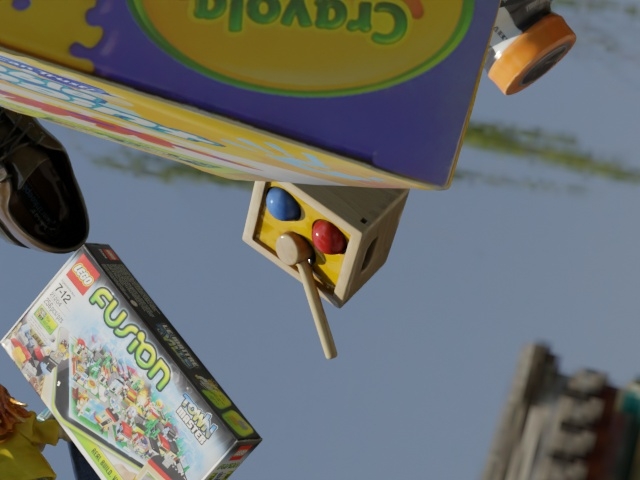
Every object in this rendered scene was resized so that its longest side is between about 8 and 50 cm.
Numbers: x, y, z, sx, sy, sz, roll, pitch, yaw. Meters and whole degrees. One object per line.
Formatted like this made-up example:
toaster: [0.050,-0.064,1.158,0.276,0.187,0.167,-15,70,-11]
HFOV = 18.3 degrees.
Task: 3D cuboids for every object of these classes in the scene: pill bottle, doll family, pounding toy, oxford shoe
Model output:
pill bottle: [0.133,-0.255,1.875,0.130,0.245,0.130,-37,-12,-9]
doll family: [-0.213,0.173,1.645,0.263,0.163,0.118,-8,-27,-31]
pounding toy: [0.000,0.000,1.706,0.100,0.130,0.141,-44,-19,-35]
oxford shoe: [-0.223,-0.080,1.347,0.083,0.096,0.227,-48,-55,-15]

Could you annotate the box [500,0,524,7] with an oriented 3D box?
box: [0.075,-0.227,1.564,0.183,0.233,0.059,107,145,-67]

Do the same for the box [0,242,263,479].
box: [-0.146,0.113,1.506,0.114,0.207,0.036,-49,-24,19]

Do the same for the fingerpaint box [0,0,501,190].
fingerpaint box: [-0.179,-0.160,0.827,0.371,0.445,0.163,-170,96,-77]
